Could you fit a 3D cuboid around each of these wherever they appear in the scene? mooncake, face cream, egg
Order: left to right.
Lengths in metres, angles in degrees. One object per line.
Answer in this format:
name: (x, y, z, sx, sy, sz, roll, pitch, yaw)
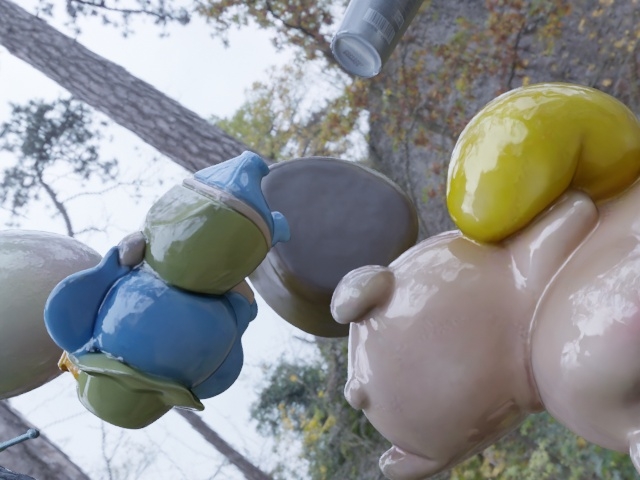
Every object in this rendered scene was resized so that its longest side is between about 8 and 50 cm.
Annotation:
egg: (-0.616, 0.135, 1.526, 0.340, 0.354, 0.354, -19, -41, -33)
mooncake: (0.000, 0.000, 0.899, 0.235, 0.235, 0.117, -51, -10, -32)
face cream: (0.104, -0.374, 1.109, 0.073, 0.107, 0.269, -18, 38, 48)

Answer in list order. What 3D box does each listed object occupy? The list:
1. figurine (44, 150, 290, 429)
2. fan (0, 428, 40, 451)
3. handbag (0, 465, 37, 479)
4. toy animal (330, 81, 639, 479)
figurine: (-0.120, 0.052, 0.644, 0.262, 0.154, 0.180, -47, -26, -13)
fan: (-0.539, 0.339, 1.108, 0.193, 0.038, 0.016, -22, -13, -2)
handbag: (-0.249, 0.198, 0.430, 0.088, 0.271, 0.175, -65, -9, -47)
toy animal: (0.190, 0.047, 0.497, 0.345, 0.247, 0.277, -30, -48, -14)
